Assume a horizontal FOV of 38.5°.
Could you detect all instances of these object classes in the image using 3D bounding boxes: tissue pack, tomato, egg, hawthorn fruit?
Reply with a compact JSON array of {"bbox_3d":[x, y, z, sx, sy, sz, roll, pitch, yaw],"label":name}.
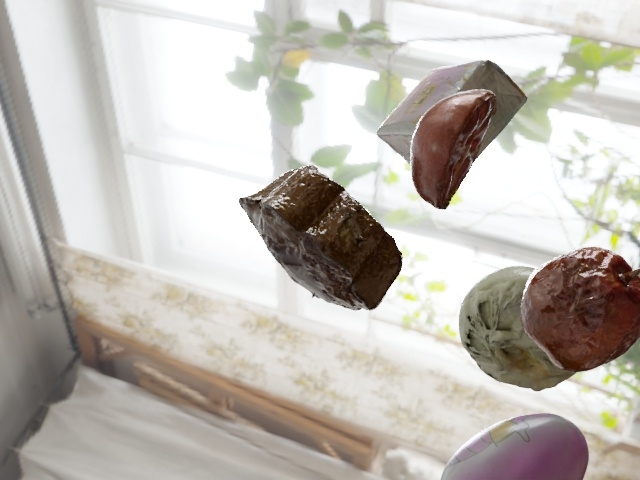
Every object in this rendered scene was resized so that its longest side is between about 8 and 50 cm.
[{"bbox_3d":[0.232,-0.226,1.667,0.185,0.124,0.225,-51,18,-6],"label":"tissue pack"},{"bbox_3d":[0.153,-0.123,1.118,0.155,0.069,0.155,-52,-20,-28],"label":"tomato"},{"bbox_3d":[0.326,0.401,1.553,0.271,0.196,0.196,-50,-15,7],"label":"egg"},{"bbox_3d":[0.456,0.093,1.502,0.243,0.207,0.207,-47,7,42],"label":"hawthorn fruit"}]

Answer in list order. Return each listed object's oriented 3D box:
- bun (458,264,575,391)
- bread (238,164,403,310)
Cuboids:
[{"bbox_3d":[0.392,0.191,1.815,0.146,0.287,0.287,-43,-33,-39],"label":"bun"},{"bbox_3d":[0.008,0.006,1.321,0.135,0.246,0.232,-46,21,-9],"label":"bread"}]
